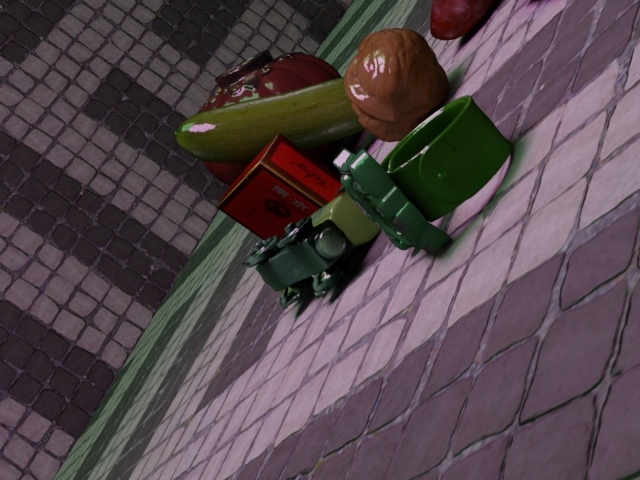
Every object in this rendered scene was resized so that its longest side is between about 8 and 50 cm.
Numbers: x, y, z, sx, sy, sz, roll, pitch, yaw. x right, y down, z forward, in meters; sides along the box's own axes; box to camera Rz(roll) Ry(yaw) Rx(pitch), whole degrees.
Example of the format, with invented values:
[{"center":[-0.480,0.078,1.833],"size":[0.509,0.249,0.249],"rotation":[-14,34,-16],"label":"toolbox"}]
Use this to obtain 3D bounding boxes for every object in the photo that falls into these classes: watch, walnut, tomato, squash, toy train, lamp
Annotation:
[{"center":[0.106,-0.079,1.081],"size":[0.152,0.131,0.165],"rotation":[-45,9,-2],"label":"watch"},{"center":[0.107,-0.223,1.502],"size":[0.166,0.149,0.167],"rotation":[-178,90,-88],"label":"walnut"},{"center":[0.224,-0.375,1.602],"size":[0.139,0.091,0.159],"rotation":[-53,-23,-54],"label":"tomato"},{"center":[-0.046,-0.201,1.771],"size":[0.395,0.107,0.107],"rotation":[-15,12,0],"label":"squash"},{"center":[0.000,0.000,1.411],"size":[0.157,0.105,0.253],"rotation":[-43,5,-22],"label":"toy train"},{"center":[-0.085,-0.217,1.975],"size":[0.303,0.257,0.303],"rotation":[-26,15,8],"label":"lamp"}]

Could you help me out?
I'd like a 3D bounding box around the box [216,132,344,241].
[{"center":[-0.063,-0.070,1.748],"size":[0.074,0.153,0.240],"rotation":[-55,9,-27],"label":"box"}]
